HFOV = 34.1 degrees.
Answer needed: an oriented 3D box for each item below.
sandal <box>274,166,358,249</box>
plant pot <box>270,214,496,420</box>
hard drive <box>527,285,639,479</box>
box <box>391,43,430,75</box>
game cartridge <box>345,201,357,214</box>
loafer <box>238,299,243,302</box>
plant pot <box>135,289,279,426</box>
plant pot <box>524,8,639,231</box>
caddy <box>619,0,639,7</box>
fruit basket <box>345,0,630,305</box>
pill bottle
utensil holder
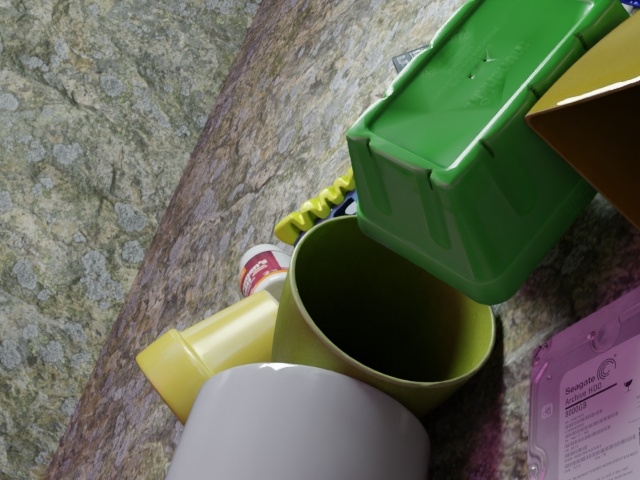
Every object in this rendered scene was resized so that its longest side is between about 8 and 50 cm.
[{"bbox_3d":[0.083,-0.056,1.635,0.317,0.138,0.126,-39,-7,24],"label":"sandal"},{"bbox_3d":[0.042,0.165,1.380,0.274,0.275,0.293,-84,16,-47],"label":"plant pot"},{"bbox_3d":[0.288,0.203,0.965,0.237,0.064,0.338,-40,28,45],"label":"hard drive"},{"bbox_3d":[0.221,-0.255,1.610,0.183,0.059,0.232,-20,29,3],"label":"box"},{"bbox_3d":[0.137,-0.131,1.735,0.297,0.062,0.198,-62,27,9],"label":"game cartridge"},{"bbox_3d":[-0.144,0.217,1.948,0.092,0.102,0.268,-44,26,27],"label":"loafer"},{"bbox_3d":[-0.133,0.216,1.716,0.239,0.254,0.254,-39,18,-7],"label":"plant pot"},{"bbox_3d":[0.375,-0.140,1.028,0.187,0.212,0.212,-55,17,-18],"label":"plant pot"},{"bbox_3d":[0.389,-0.410,1.280,0.179,0.241,0.341,-66,20,8],"label":"caddy"},{"bbox_3d":[0.227,-0.099,1.266,0.283,0.392,0.392,33,94,40],"label":"fruit basket"},{"bbox_3d":[-0.087,0.086,1.956,0.121,0.121,0.221,-59,20,8],"label":"pill bottle"},{"bbox_3d":[-0.051,0.378,1.180,0.327,0.328,0.385,-39,29,47],"label":"utensil holder"}]
